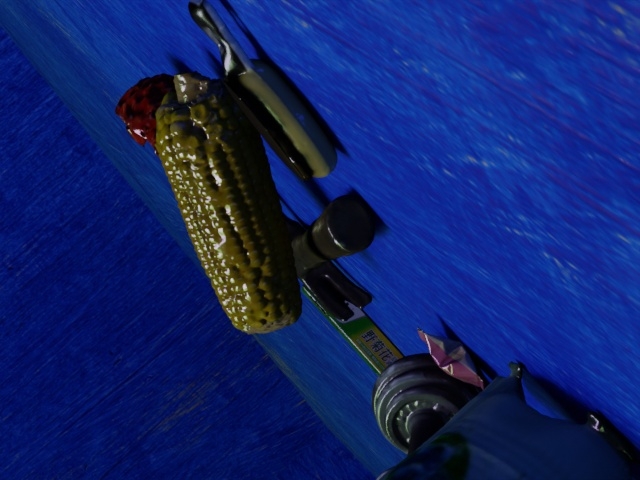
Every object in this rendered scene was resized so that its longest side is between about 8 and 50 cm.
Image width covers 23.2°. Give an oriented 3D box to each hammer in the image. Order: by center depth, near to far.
[{"bbox_3d":[0.000,0.000,1.475,0.168,0.044,0.440,49,173,0],"label":"hammer"}]

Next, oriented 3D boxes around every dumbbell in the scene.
[{"bbox_3d":[0.089,0.194,1.376,0.110,0.110,0.254,51,-155,-18],"label":"dumbbell"}]

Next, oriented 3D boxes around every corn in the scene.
[{"bbox_3d":[-0.082,-0.033,1.407,0.097,0.097,0.261,35,146,63],"label":"corn"}]

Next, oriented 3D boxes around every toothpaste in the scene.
[{"bbox_3d":[0.049,0.109,1.806,0.178,0.037,0.043,48,177,5],"label":"toothpaste"}]

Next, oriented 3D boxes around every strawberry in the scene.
[{"bbox_3d":[-0.139,-0.107,1.568,0.145,0.086,0.145,50,174,8],"label":"strawberry"}]

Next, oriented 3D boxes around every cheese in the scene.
[{"bbox_3d":[-0.049,-0.117,1.172,0.162,0.036,0.086,52,175,-27],"label":"cheese"}]

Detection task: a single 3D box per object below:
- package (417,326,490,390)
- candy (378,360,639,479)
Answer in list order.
[{"bbox_3d":[0.122,0.108,1.381,0.083,0.029,0.059,40,175,28],"label":"package"},{"bbox_3d":[0.167,0.282,1.093,0.398,0.263,0.172,45,160,30],"label":"candy"}]
